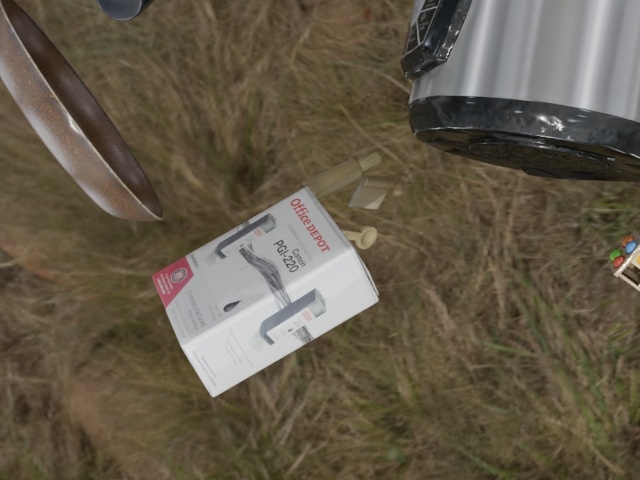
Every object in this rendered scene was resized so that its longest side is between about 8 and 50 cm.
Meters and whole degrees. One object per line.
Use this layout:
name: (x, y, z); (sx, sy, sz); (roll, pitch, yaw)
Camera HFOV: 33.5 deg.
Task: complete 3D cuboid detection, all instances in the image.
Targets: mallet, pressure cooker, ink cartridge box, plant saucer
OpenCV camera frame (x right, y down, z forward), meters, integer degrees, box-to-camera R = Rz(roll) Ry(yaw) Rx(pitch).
mallet: (-0.134, -0.250, 0.731); (0.039, 0.062, 0.189); (5, 115, 9)
pressure cooker: (0.319, -0.307, 1.401); (0.370, 0.376, 0.420); (10, 89, 32)
ink cartridge box: (-0.065, 0.054, 1.212); (0.218, 0.092, 0.158); (-29, 36, -5)
plant saucer: (-0.286, -0.140, 1.211); (0.050, 0.310, 0.310); (-33, 76, 0)

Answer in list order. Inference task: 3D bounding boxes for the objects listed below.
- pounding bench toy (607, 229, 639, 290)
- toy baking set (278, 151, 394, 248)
pounding bench toy: (0.386, 0.023, 1.292); (0.065, 0.083, 0.052); (35, 108, -5)
toy baking set: (0.001, -0.006, 1.398); (0.030, 0.256, 0.196); (36, 137, 39)
